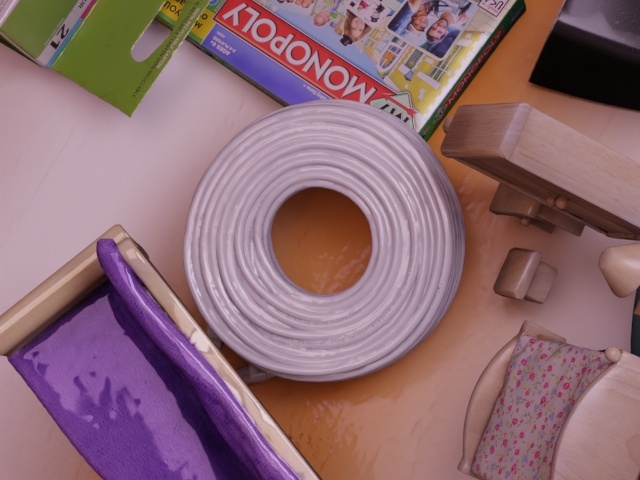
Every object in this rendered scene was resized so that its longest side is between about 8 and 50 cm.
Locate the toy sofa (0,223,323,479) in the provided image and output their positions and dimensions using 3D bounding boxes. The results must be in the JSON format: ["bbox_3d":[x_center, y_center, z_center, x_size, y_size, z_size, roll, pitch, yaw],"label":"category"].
[{"bbox_3d":[-0.112,0.172,1.306,0.150,0.177,0.362,-39,86,-3],"label":"toy sofa"}]

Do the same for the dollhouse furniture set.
[{"bbox_3d":[0.128,0.085,1.254,0.173,0.303,0.356,26,86,-18],"label":"dollhouse furniture set"}]

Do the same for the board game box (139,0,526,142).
[{"bbox_3d":[0.009,-0.228,1.526,0.317,0.046,0.213,35,85,18],"label":"board game box"}]

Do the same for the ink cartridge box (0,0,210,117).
[{"bbox_3d":[-0.238,-0.262,1.533,0.255,0.097,0.189,31,85,34],"label":"ink cartridge box"}]

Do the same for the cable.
[{"bbox_3d":[0.000,0.000,1.417,0.257,0.089,0.257,-7,89,12],"label":"cable"}]

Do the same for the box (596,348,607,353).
[{"bbox_3d":[0.231,0.130,1.363,0.062,0.083,0.052,-11,73,10],"label":"box"}]

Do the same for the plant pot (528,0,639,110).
[{"bbox_3d":[0.307,-0.210,1.390,0.167,0.187,0.188,25,83,4],"label":"plant pot"}]

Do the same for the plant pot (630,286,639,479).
[{"bbox_3d":[0.370,0.065,1.266,0.271,0.272,0.255,-11,60,10],"label":"plant pot"}]
